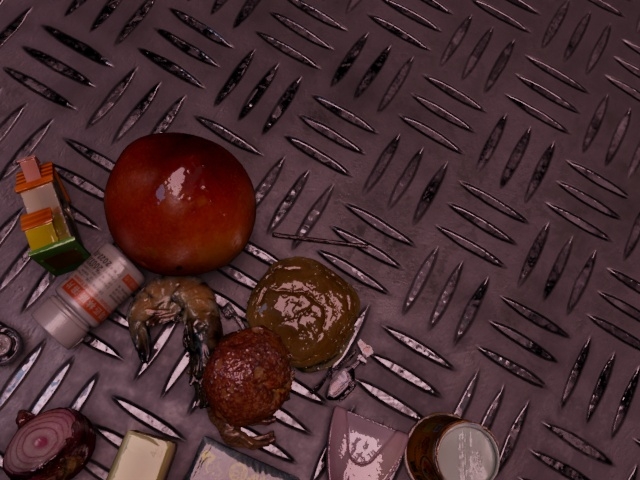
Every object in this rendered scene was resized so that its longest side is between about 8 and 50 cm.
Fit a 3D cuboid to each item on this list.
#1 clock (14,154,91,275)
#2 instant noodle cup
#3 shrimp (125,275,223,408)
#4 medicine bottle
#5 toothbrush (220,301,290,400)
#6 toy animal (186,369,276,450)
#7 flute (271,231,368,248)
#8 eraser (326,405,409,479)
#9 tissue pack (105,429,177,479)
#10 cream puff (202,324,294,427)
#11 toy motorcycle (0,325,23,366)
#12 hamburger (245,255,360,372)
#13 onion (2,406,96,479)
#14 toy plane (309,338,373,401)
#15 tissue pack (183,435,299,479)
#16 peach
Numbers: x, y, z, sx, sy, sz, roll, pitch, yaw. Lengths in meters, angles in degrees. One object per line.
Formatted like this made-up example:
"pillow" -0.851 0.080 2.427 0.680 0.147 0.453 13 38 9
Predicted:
"clock" -0.666 -0.064 1.574 0.106 0.220 0.255 -22 78 -12
"instant noodle cup" 0.330 0.529 1.580 0.216 0.172 0.215 3 72 -9
"shrimp" -0.355 0.244 1.588 0.233 0.071 0.364 -6 63 -13
"medicine bottle" -0.566 0.135 1.574 0.144 0.144 0.252 44 74 5
"toothbrush" -0.165 0.285 1.649 0.031 0.030 0.297 -34 81 -8
"toy animal" -0.226 0.419 1.591 0.276 0.054 0.149 26 69 0
"flute" 0.000 0.000 1.765 0.270 0.014 0.014 7 73 -6
"eraser" 0.087 0.558 1.593 0.204 0.059 0.243 24 69 -2
"tissue pack" -0.422 0.558 1.462 0.125 0.159 0.234 19 72 -3
"cream puff" -0.159 0.317 1.502 0.164 0.240 0.239 -7 69 36
"toy motorcycle" -0.894 0.264 1.502 0.341 0.108 0.222 -33 81 -17
"hamburger" -0.041 0.185 1.643 0.285 0.134 0.265 32 70 3
"onion" -0.631 0.467 1.479 0.218 0.139 0.195 21 60 35
"toy plane" 0.067 0.346 1.657 0.078 0.053 0.197 42 76 14
"tissue pack" -0.201 0.602 1.525 0.257 0.081 0.185 25 73 -1
"peach" -0.337 -0.092 1.554 0.389 0.388 0.387 2 74 -8
